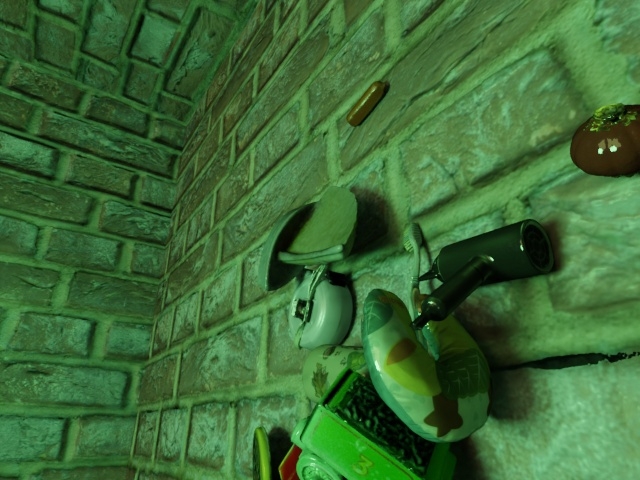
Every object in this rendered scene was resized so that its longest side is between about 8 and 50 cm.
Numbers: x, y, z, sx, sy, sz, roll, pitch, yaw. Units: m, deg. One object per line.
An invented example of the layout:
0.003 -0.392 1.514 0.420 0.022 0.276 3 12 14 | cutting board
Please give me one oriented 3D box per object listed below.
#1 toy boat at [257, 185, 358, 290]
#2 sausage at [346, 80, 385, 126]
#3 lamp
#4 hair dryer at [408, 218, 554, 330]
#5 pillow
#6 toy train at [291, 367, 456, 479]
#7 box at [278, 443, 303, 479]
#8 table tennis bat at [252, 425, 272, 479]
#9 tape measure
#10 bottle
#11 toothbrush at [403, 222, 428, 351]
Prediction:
-0.007 -0.016 0.922 0.294 0.111 0.276 -22 33 39 | toy boat
0.116 -0.344 1.039 0.131 0.041 0.039 -46 19 37 | sausage
0.360 -0.120 0.500 0.101 0.090 0.101 -30 24 15 | lamp
0.179 0.061 0.579 0.196 0.248 0.077 -25 90 51 | hair dryer
0.146 0.161 0.568 0.086 0.233 0.214 -46 49 33 | pillow
0.076 0.324 0.617 0.243 0.132 0.188 32 120 16 | toy train
0.038 0.486 0.729 0.197 0.089 0.313 -63 33 22 | box
-0.122 0.543 0.903 0.369 0.054 0.224 141 128 -71 | table tennis bat
-0.010 0.154 0.946 0.178 0.105 0.196 -13 64 55 | tape measure
0.085 0.248 0.735 0.253 0.120 0.120 -14 64 48 | bottle
0.160 0.112 0.695 0.037 0.028 0.375 -47 26 43 | toothbrush
